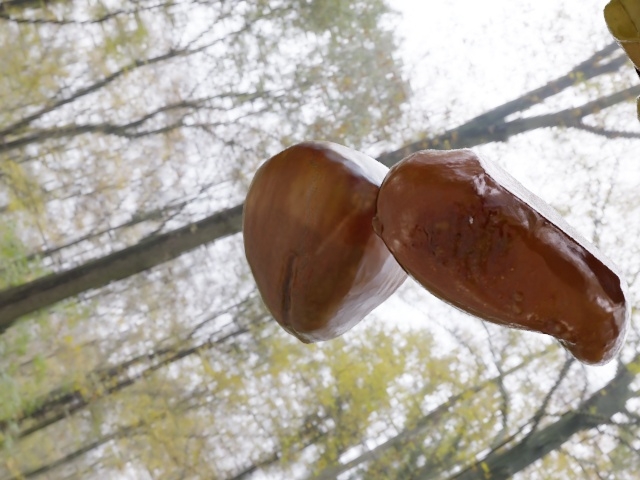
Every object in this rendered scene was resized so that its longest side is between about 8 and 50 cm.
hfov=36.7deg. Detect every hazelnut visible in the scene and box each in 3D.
[{"bbox_3d":[0.000,0.000,0.730,0.150,0.150,0.150,41,-37,41],"label":"hazelnut"}]

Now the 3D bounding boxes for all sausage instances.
[{"bbox_3d":[0.113,0.012,0.567,0.179,0.089,0.089,32,-23,-14],"label":"sausage"}]

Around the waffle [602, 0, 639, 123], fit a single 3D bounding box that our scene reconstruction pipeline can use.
[{"bbox_3d":[0.339,-0.121,0.628,0.095,0.381,0.380,-36,-115,60],"label":"waffle"}]
